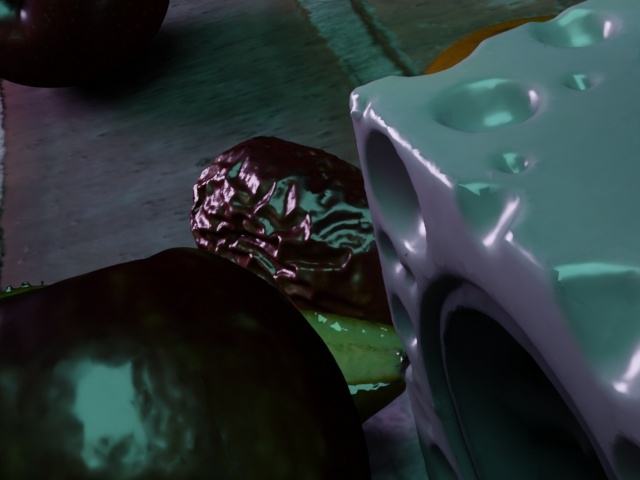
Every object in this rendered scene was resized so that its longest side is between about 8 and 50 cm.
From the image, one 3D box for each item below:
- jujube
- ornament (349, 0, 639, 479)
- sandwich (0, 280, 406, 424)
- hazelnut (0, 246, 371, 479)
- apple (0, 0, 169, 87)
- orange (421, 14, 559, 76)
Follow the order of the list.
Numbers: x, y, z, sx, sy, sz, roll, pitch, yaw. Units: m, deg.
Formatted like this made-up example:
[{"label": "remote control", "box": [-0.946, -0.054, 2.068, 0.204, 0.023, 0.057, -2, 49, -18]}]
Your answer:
[{"label": "jujube", "box": [0.000, 0.000, 0.686, 0.112, 0.109, 0.176, -12, 28, -39]}, {"label": "ornament", "box": [0.179, 0.048, 0.439, 0.239, 0.239, 0.240, -23, 35, -12]}, {"label": "sandwich", "box": [-0.074, 0.082, 0.611, 0.244, 0.088, 0.090, 3, 33, 5]}, {"label": "hazelnut", "box": [-0.091, 0.119, 0.455, 0.218, 0.234, 0.218, 18, 43, -17]}, {"label": "apple", "box": [-0.240, -0.247, 1.035, 0.218, 0.218, 0.201, 3, 32, 24]}, {"label": "orange", "box": [0.135, -0.075, 0.734, 0.156, 0.124, 0.156, -15, 17, 5]}]
